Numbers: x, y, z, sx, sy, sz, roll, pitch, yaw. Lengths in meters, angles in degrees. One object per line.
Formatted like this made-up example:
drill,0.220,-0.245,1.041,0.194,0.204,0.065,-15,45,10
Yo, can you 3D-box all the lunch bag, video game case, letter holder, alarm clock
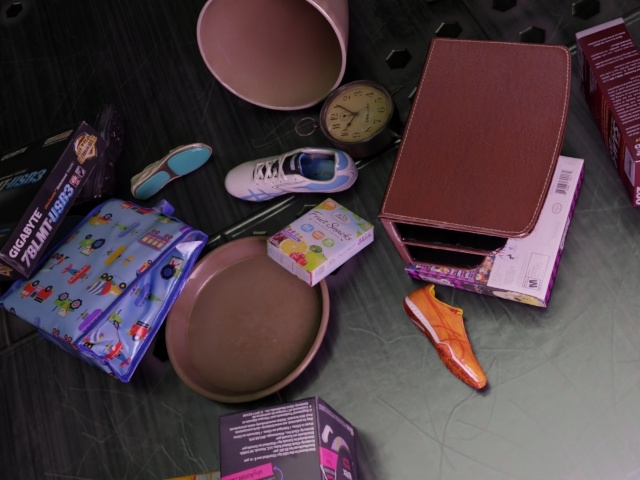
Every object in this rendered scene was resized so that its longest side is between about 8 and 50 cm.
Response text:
lunch bag,-0.339,0.047,1.270,0.221,0.138,0.293,18,65,35
video game case,0.260,-0.031,1.154,0.210,0.042,0.232,12,69,26
letter holder,0.237,-0.119,1.096,0.215,0.152,0.301,8,68,24
alarm clock,0.049,-0.201,1.308,0.192,0.064,0.129,-3,64,17

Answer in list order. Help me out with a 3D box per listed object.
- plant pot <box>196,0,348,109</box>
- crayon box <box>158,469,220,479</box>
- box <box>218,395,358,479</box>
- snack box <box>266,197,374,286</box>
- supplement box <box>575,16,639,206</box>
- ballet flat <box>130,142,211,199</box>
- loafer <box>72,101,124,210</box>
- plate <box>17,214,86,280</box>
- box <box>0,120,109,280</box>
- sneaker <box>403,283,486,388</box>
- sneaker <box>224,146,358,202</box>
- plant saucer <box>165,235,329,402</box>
plant pot,-0.054,-0.419,1.372,0.257,0.256,0.273,-1,49,20
crayon box,-0.161,0.461,1.044,0.166,0.081,0.278,-13,61,15
box,-0.032,0.360,0.996,0.144,0.165,0.270,-13,61,14
snack box,0.000,0.000,1.209,0.100,0.037,0.141,35,54,30
supplement box,0.441,-0.184,1.111,0.073,0.130,0.239,-18,59,11
ballet flat,-0.277,-0.138,1.408,0.168,0.057,0.052,-31,48,4
loafer,-0.424,-0.161,1.461,0.078,0.076,0.223,-1,68,12
plate,-0.466,0.041,1.406,0.188,0.024,0.188,-8,63,16
box,-0.545,-0.059,1.374,0.296,0.073,0.293,-8,50,40
sneaker,0.185,0.130,1.092,0.067,0.064,0.175,-29,60,-7
sneaker,-0.057,-0.117,1.295,0.237,0.086,0.085,-5,65,20
plant saucer,-0.114,0.123,1.221,0.278,0.041,0.277,-9,61,16
